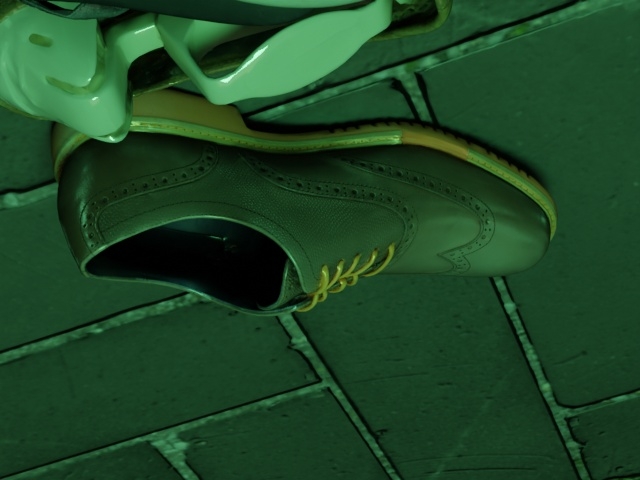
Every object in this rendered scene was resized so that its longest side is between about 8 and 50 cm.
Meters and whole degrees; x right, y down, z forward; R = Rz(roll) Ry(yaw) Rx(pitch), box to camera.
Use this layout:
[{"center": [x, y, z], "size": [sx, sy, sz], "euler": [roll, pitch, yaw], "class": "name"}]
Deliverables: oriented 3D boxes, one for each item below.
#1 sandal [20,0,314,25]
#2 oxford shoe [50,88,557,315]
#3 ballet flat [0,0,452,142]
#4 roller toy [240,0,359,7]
[{"center": [-0.118, -0.144, 0.722], "size": [0.254, 0.097, 0.054], "euler": [15, 146, 14], "class": "sandal"}, {"center": [0.000, 0.000, 0.954], "size": [0.364, 0.133, 0.130], "euler": [6, 139, -19], "class": "oxford shoe"}, {"center": [-0.081, -0.119, 0.795], "size": [0.342, 0.124, 0.116], "euler": [-12, 140, 3], "class": "ballet flat"}, {"center": [-0.015, -0.212, 0.633], "size": [0.191, 0.209, 0.146], "euler": [7, 140, -10], "class": "roller toy"}]
